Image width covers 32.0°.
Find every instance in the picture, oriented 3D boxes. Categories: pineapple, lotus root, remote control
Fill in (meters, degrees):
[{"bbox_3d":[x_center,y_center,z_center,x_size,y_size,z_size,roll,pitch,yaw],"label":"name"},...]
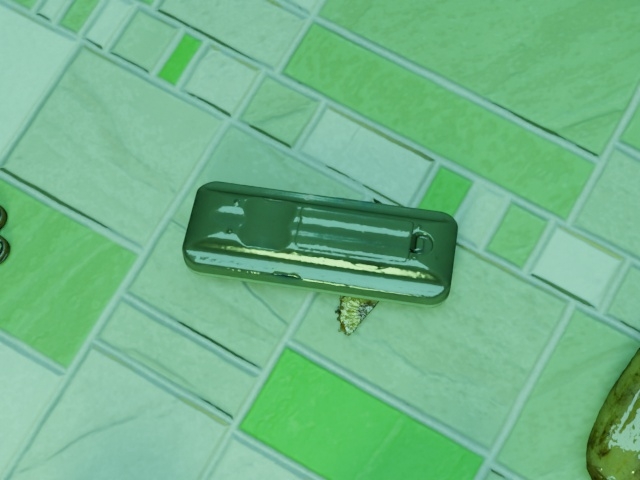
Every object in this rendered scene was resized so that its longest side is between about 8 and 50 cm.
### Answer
[{"bbox_3d":[0.046,0.079,1.400,0.045,0.019,0.083,38,79,6],"label":"pineapple"},{"bbox_3d":[0.401,0.187,1.315,0.110,0.097,0.258,38,87,12],"label":"lotus root"},{"bbox_3d":[0.000,0.000,1.391,0.336,0.065,0.127,8,63,5],"label":"remote control"}]

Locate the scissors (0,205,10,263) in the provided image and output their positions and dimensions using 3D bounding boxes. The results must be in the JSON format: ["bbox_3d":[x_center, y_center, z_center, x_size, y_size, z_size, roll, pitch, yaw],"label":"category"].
[{"bbox_3d":[-0.514,0.005,1.450,0.220,0.017,0.088,-9,75,1],"label":"scissors"}]
